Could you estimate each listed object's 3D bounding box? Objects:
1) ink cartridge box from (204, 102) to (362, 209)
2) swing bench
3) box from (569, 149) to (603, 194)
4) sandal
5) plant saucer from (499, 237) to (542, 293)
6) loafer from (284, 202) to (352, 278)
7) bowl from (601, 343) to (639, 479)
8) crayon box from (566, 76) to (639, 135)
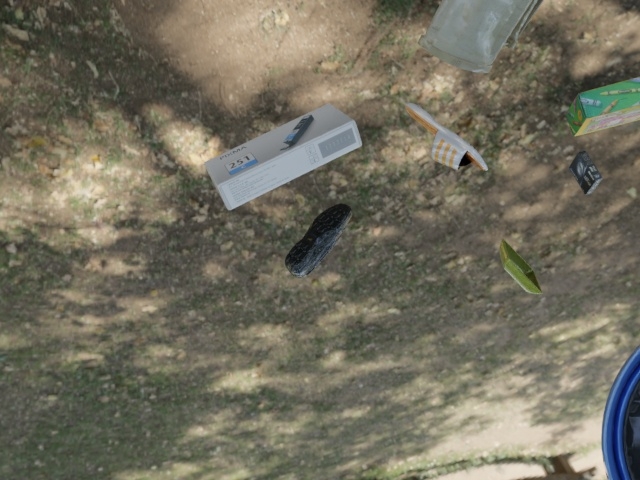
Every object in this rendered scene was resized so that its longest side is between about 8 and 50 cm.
[{"bbox_3d":[-0.098,-0.198,1.240,0.296,0.261,0.066,-27,123,-8],"label":"ink cartridge box"},{"bbox_3d":[0.360,-0.496,1.186,0.254,0.165,0.253,-47,170,-41],"label":"swing bench"},{"bbox_3d":[0.620,-0.158,1.383,0.018,0.083,0.067,-16,155,-6],"label":"box"},{"bbox_3d":[0.287,-0.230,1.419,0.076,0.265,0.102,-50,153,8],"label":"sandal"},{"bbox_3d":[0.725,0.103,2.173,0.188,0.188,0.045,44,114,-10],"label":"plant saucer"},{"bbox_3d":[0.000,0.000,1.475,0.223,0.076,0.078,-49,146,-11],"label":"loafer"},{"bbox_3d":[0.570,0.274,0.754,0.391,0.391,0.077,-31,160,10],"label":"bowl"},{"bbox_3d":[0.876,-0.396,1.704,0.278,0.081,0.165,-14,169,9],"label":"crayon box"}]
